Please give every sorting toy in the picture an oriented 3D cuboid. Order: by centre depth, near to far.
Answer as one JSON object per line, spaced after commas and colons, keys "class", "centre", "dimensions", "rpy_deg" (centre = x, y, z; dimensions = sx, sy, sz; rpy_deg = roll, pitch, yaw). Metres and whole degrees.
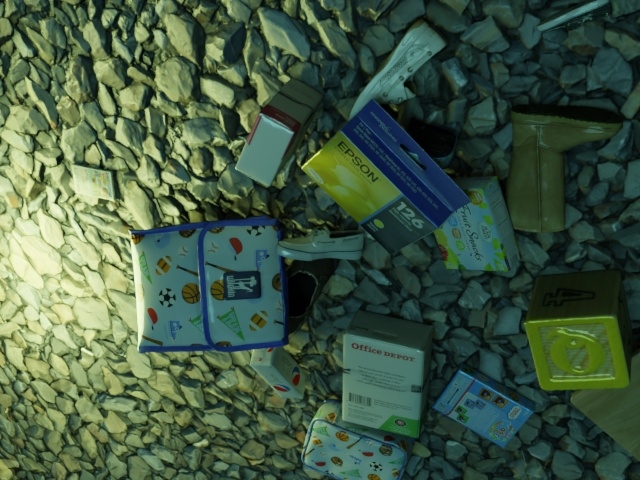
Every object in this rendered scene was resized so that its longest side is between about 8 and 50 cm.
{"class": "sorting toy", "centre": [0.763, 0.361, 1.878], "dimensions": [0.255, 0.089, 0.257], "rpy_deg": [40, 126, -3]}

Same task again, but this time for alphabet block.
{"class": "alphabet block", "centre": [0.573, 0.196, 1.796], "dimensions": [0.193, 0.197, 0.192], "rpy_deg": [-9, 115, 27]}

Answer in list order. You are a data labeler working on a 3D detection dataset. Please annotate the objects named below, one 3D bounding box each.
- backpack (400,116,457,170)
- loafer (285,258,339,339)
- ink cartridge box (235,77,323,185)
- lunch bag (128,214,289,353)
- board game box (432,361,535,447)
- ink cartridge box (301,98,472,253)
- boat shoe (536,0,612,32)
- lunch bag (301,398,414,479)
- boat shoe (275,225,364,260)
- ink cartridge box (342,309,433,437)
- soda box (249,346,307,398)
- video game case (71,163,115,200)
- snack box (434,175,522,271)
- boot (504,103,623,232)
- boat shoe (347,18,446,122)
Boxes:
{"class": "backpack", "centre": [0.236, -0.198, 1.770], "dimensions": [0.114, 0.105, 0.084], "rpy_deg": [15, 146, 16]}
{"class": "loafer", "centre": [-0.086, 0.154, 2.092], "dimensions": [0.134, 0.130, 0.366], "rpy_deg": [32, 126, 3]}
{"class": "ink cartridge box", "centre": [-0.089, -0.243, 1.807], "dimensions": [0.092, 0.218, 0.158], "rpy_deg": [28, 126, -1]}
{"class": "lunch bag", "centre": [-0.265, 0.110, 2.028], "dimensions": [0.385, 0.239, 0.328], "rpy_deg": [-3, 91, 21]}
{"class": "board game box", "centre": [0.417, 0.425, 2.093], "dimensions": [0.211, 0.039, 0.160], "rpy_deg": [30, 126, 5]}
{"class": "ink cartridge box", "centre": [0.135, -0.126, 1.801], "dimensions": [0.303, 0.072, 0.307], "rpy_deg": [45, 154, -5]}
{"class": "boat shoe", "centre": [0.487, -0.425, 1.562], "dimensions": [0.142, 0.049, 0.040], "rpy_deg": [-18, 110, 28]}
{"class": "lunch bag", "centre": [0.096, 0.582, 2.280], "dimensions": [0.303, 0.115, 0.243], "rpy_deg": [20, 127, 10]}
{"class": "boat shoe", "centre": [0.000, 0.000, 1.956], "dimensions": [0.083, 0.226, 0.076], "rpy_deg": [38, 123, 56]}
{"class": "ink cartridge box", "centre": [0.172, 0.342, 2.098], "dimensions": [0.211, 0.121, 0.289], "rpy_deg": [11, 122, 17]}
{"class": "soda box", "centre": [-0.110, 0.351, 2.199], "dimensions": [0.069, 0.074, 0.216], "rpy_deg": [-3, 145, 24]}
{"class": "video game case", "centre": [-0.614, -0.158, 2.208], "dimensions": [0.122, 0.011, 0.087], "rpy_deg": [12, 122, 17]}
{"class": "snack box", "centre": [0.333, -0.037, 1.809], "dimensions": [0.174, 0.070, 0.207], "rpy_deg": [2, 123, 46]}
{"class": "boot", "centre": [0.501, -0.144, 1.701], "dimensions": [0.236, 0.089, 0.269], "rpy_deg": [12, 122, 31]}
{"class": "boat shoe", "centre": [0.160, -0.331, 1.724], "dimensions": [0.096, 0.098, 0.277], "rpy_deg": [39, 125, -1]}
